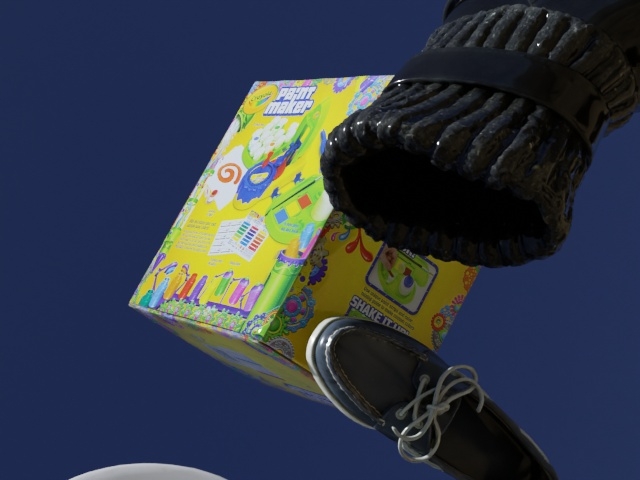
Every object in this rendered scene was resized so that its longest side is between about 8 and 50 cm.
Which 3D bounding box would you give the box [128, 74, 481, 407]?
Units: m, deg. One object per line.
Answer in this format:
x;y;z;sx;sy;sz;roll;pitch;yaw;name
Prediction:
0.000;0.000;1.392;0.177;0.290;0.279;35;-103;-28;box

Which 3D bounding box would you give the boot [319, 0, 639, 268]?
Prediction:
0.192;-0.102;0.934;0.260;0.347;0.131;-53;-55;-47;boot

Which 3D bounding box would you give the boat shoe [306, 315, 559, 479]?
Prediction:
0.100;0.151;1.216;0.254;0.079;0.095;42;-102;-17;boat shoe

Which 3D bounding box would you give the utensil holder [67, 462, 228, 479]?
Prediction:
-0.094;0.371;1.101;0.328;0.327;0.385;-58;-23;-19;utensil holder
